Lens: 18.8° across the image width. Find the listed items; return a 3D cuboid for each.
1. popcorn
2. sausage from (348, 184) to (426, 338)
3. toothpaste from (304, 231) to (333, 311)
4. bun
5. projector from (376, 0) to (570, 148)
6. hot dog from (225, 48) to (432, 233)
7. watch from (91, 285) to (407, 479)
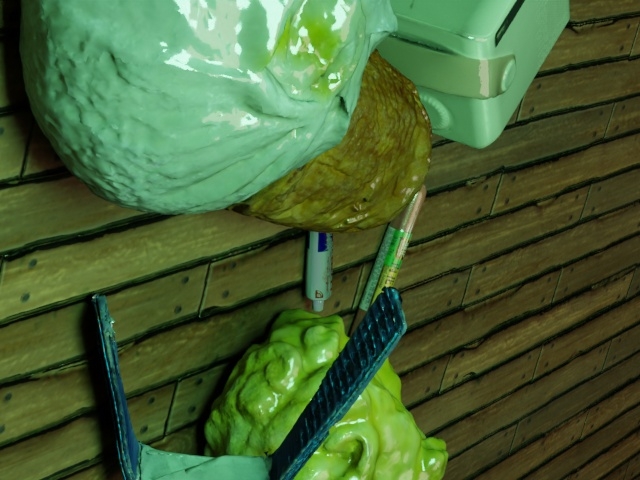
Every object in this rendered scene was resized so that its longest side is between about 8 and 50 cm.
[{"bbox_3d":[-0.012,0.205,1.963,0.250,0.235,0.242,66,30,-13],"label":"popcorn"},{"bbox_3d":[0.075,0.030,2.183,0.029,0.029,0.223,4,107,-64],"label":"sausage"},{"bbox_3d":[0.000,0.000,2.015,0.045,0.028,0.170,-45,144,-51],"label":"toothpaste"},{"bbox_3d":[-0.072,-0.181,1.503,0.362,0.211,0.362,-43,147,-36],"label":"bun"},{"bbox_3d":[0.141,-0.225,1.946,0.242,0.163,0.177,-57,153,-29],"label":"projector"},{"bbox_3d":[-0.003,-0.090,1.785,0.196,0.122,0.272,-55,153,14],"label":"hot dog"},{"bbox_3d":[-0.061,0.148,1.761,0.068,0.276,0.274,-87,177,-48],"label":"watch"}]
